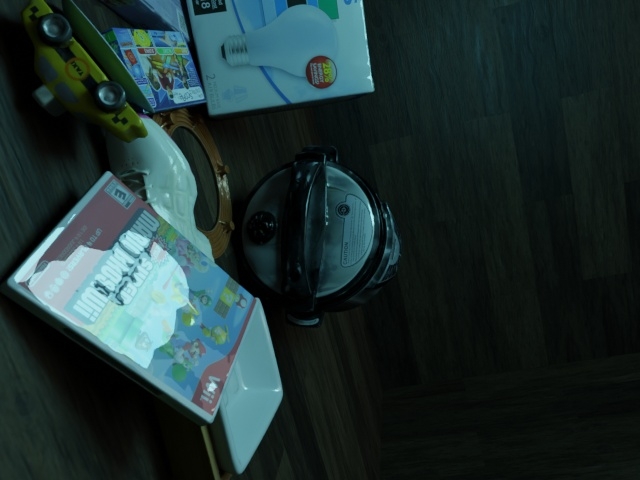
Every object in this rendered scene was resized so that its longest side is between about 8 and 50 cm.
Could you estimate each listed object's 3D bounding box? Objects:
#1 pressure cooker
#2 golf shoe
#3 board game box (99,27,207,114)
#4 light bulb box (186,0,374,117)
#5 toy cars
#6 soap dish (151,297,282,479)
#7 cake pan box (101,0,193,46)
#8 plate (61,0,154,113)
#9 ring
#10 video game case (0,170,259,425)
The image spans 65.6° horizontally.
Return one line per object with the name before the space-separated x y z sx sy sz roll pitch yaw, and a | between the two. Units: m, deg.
pressure cooker | -0.006 0.001 1.241 0.370 0.375 0.420 52 4 17
golf shoe | -0.245 -0.035 0.729 0.140 0.115 0.307 -64 140 -67
board game box | -0.286 -0.297 0.876 0.201 0.035 0.136 -47 123 -63
light bulb box | -0.095 -0.472 1.102 0.225 0.360 0.358 -119 -161 -76
toy cars | -0.337 -0.250 0.534 0.176 0.087 0.394 41 -14 39
soap dish | -0.166 0.228 0.821 0.291 0.118 0.229 -40 117 -77
cake pan box | -0.330 -0.510 0.906 0.267 0.070 0.246 -2 83 -79
plate | -0.303 -0.251 0.694 0.188 0.024 0.188 48 -10 11
ring | -0.246 -0.127 1.015 0.336 0.032 0.337 -11 90 -78
video game case | -0.211 0.071 0.629 0.285 0.025 0.204 46 37 -25
